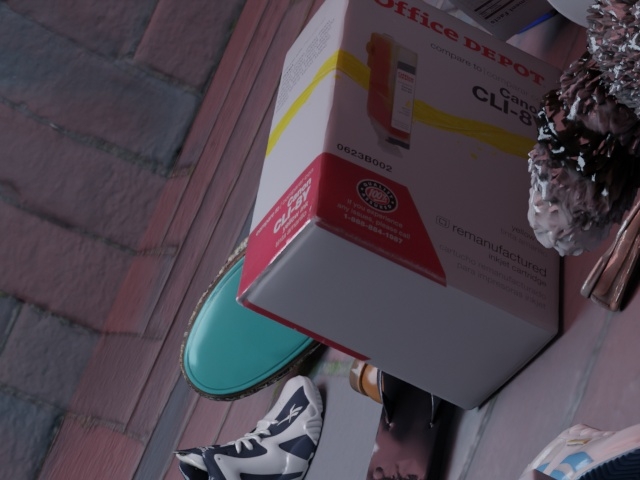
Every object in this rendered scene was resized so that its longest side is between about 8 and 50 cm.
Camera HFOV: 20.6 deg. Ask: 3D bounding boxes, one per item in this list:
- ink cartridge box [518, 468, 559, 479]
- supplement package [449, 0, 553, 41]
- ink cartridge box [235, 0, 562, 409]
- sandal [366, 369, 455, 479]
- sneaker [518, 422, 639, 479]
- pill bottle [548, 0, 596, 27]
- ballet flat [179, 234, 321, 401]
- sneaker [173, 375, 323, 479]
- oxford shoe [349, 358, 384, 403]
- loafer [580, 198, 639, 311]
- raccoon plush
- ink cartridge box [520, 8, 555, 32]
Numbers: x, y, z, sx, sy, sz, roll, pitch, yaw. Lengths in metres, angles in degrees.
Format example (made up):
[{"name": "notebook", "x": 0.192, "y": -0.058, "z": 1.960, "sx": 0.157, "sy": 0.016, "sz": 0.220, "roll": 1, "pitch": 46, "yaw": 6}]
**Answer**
[{"name": "ink cartridge box", "x": 0.190, "y": 0.278, "z": 1.314, "sx": 0.072, "sy": 0.127, "sz": 0.175, "roll": -48, "pitch": 24, "yaw": 36}, {"name": "supplement package", "x": 0.181, "y": -0.399, "z": 1.942, "sx": 0.198, "sy": 0.263, "sz": 0.199, "roll": -34, "pitch": 42, "yaw": 32}, {"name": "ink cartridge box", "x": 0.093, "y": -0.062, "z": 1.807, "sx": 0.160, "sy": 0.279, "sz": 0.384, "roll": -50, "pitch": 23, "yaw": 42}, {"name": "sandal", "x": 0.097, "y": 0.154, "z": 1.819, "sx": 0.097, "sy": 0.054, "sz": 0.254, "roll": -11, "pitch": 55, "yaw": 27}, {"name": "sneaker", "x": 0.224, "y": 0.186, "z": 1.415, "sx": 0.229, "sy": 0.087, "sz": 0.092, "roll": -41, "pitch": 26, "yaw": 48}, {"name": "pill bottle", "x": 0.316, "y": -0.391, "z": 1.750, "sx": 0.204, "sy": 0.204, "sz": 0.361, "roll": -43, "pitch": 28, "yaw": 50}, {"name": "ballet flat", "x": 0.000, "y": 0.000, "z": 2.263, "sx": 0.482, "sy": 0.164, "sz": 0.182, "roll": -55, "pitch": -3, "yaw": 10}, {"name": "sneaker", "x": -0.097, "y": 0.253, "z": 2.135, "sx": 0.094, "sy": 0.153, "sz": 0.235, "roll": -19, "pitch": 48, "yaw": 65}, {"name": "oxford shoe", "x": 0.116, "y": 0.087, "z": 1.927, "sx": 0.076, "sy": 0.076, "sz": 0.212, "roll": 28, "pitch": 92, "yaw": 44}, {"name": "loafer", "x": 0.283, "y": 0.006, "z": 1.587, "sx": 0.125, "sy": 0.039, "sz": 0.045, "roll": -58, "pitch": -15, "yaw": 11}, {"name": "raccoon plush", "x": 0.312, "y": -0.104, "z": 1.265, "sx": 0.299, "sy": 0.216, "sz": 0.446, "roll": -104, "pitch": 18, "yaw": -54}, {"name": "ink cartridge box", "x": 0.270, "y": -0.354, "z": 2.095, "sx": 0.097, "sy": 0.046, "sz": 0.207, "roll": -18, "pitch": 49, "yaw": 68}]
